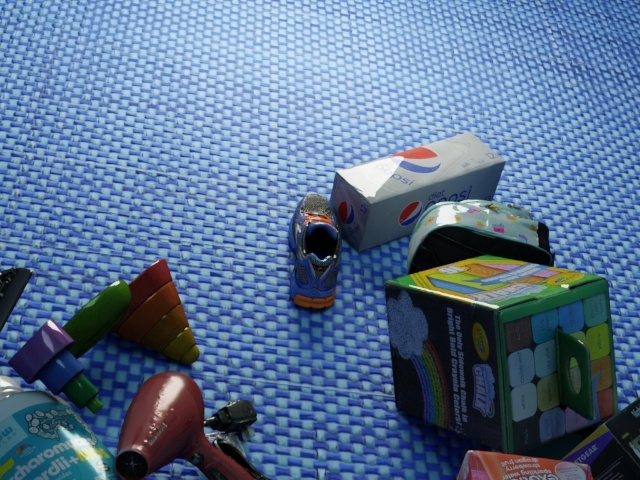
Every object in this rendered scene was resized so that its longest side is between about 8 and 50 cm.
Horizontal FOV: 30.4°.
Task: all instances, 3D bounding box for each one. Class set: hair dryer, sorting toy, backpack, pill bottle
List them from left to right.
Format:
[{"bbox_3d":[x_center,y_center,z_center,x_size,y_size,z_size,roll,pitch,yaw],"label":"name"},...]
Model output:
[{"bbox_3d":[-0.285,0.256,1.220,0.146,0.146,0.264,-23,50,-38],"label":"pill bottle"},{"bbox_3d":[-0.228,0.126,1.379,0.126,0.127,0.365,46,15,3],"label":"sorting toy"},{"bbox_3d":[-0.113,0.228,1.272,0.293,0.080,0.223,15,23,-50],"label":"hair dryer"},{"bbox_3d":[0.214,0.025,1.651,0.188,0.166,0.144,11,36,-8],"label":"backpack"}]

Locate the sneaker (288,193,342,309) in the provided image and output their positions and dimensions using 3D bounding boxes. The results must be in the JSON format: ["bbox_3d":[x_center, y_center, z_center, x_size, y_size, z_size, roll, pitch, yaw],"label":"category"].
[{"bbox_3d":[0.000,0.000,1.682,0.083,0.087,0.221,7,38,-10],"label":"sneaker"}]

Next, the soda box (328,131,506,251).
[{"bbox_3d":[0.149,-0.079,1.821,0.286,0.098,0.091,-19,47,-34],"label":"soda box"}]

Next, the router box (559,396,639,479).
[{"bbox_3d":[0.437,0.284,1.350,0.243,0.081,0.309,51,33,18],"label":"router box"}]

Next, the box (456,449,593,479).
[{"bbox_3d":[0.179,0.342,1.162,0.128,0.257,0.123,9,36,-6],"label":"box"}]

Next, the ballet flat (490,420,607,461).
[{"bbox_3d":[0.318,0.256,1.466,0.241,0.091,0.077,7,5,-16],"label":"ballet flat"}]

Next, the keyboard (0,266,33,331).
[{"bbox_3d":[-0.443,0.155,1.303,0.033,0.201,0.317,50,34,-26],"label":"keyboard"}]

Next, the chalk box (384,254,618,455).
[{"bbox_3d":[0.235,0.135,1.413,0.179,0.180,0.289,-13,15,-31],"label":"chalk box"}]
